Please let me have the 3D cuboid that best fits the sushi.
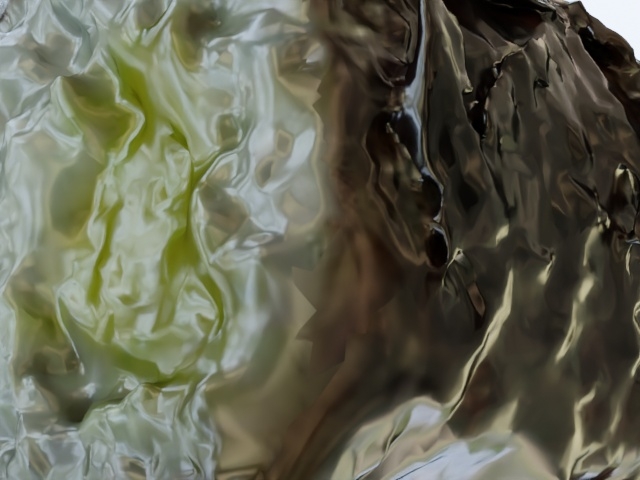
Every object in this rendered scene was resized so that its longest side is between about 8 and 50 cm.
[{"bbox_3d":[0.000,0.000,0.798,0.294,0.281,0.299,17,-98,-47],"label":"sushi"}]
